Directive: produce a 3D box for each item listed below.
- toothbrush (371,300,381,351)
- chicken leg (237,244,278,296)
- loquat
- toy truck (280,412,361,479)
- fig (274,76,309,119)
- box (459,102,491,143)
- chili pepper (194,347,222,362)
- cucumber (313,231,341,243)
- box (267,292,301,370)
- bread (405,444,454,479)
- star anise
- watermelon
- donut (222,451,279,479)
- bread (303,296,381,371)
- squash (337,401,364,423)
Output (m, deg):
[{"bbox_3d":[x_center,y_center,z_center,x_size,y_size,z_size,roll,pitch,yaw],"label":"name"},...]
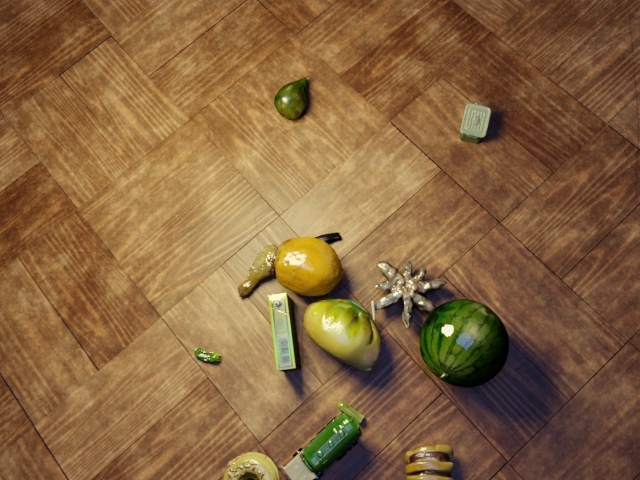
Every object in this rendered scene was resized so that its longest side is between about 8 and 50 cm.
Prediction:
[{"bbox_3d":[0.168,0.258,1.532,0.017,0.014,0.161,-4,100,12],"label":"toothbrush"},{"bbox_3d":[-0.194,0.100,1.617,0.085,0.069,0.198,40,88,16],"label":"chicken leg"},{"bbox_3d":[-0.043,0.076,1.544,0.235,0.187,0.175,16,87,1],"label":"loquat"},{"bbox_3d":[0.010,0.586,1.429,0.242,0.125,0.101,-42,76,-6],"label":"toy truck"},{"bbox_3d":[-0.090,-0.498,1.761,0.117,0.117,0.177,17,60,10],"label":"fig"},{"bbox_3d":[0.505,-0.381,1.688,0.084,0.069,0.122,16,76,8],"label":"box"},{"bbox_3d":[-0.347,0.356,1.579,0.091,0.034,0.030,15,43,10],"label":"chili pepper"},{"bbox_3d":[0.000,-0.001,1.643,0.135,0.034,0.033,-19,69,-1],"label":"cucumber"},{"bbox_3d":[-0.105,0.274,1.519,0.064,0.141,0.219,-8,74,4],"label":"box"},{"bbox_3d":[0.299,0.674,1.399,0.134,0.081,0.224,1,78,6],"label":"bread"},{"bbox_3d":[0.255,0.151,1.546,0.229,0.093,0.236,-36,79,-5],"label":"star anise"},{"bbox_3d":[0.397,0.285,1.422,0.243,0.242,0.242,-1,74,5],"label":"watermelon"},{"bbox_3d":[-0.199,0.689,1.447,0.175,0.068,0.174,-1,74,4],"label":"donut"},{"bbox_3d":[0.063,0.260,1.485,0.261,0.156,0.158,32,95,11],"label":"bread"},{"bbox_3d":[0.087,0.499,1.496,0.083,0.027,0.027,32,79,12],"label":"squash"}]
